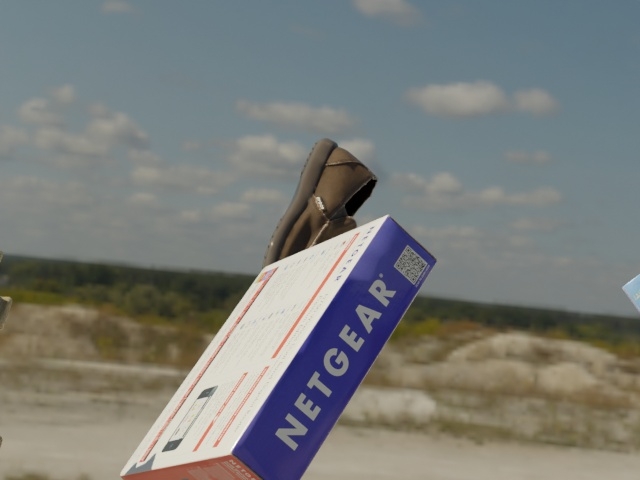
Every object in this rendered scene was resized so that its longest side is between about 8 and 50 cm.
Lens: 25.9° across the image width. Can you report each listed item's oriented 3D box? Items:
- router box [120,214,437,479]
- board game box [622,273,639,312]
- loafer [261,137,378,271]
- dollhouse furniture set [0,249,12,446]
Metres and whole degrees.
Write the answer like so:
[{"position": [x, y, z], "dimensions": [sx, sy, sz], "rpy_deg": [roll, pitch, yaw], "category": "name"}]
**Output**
[{"position": [-0.053, 0.148, 1.577], "dimensions": [0.082, 0.335, 0.301], "rpy_deg": [42, -28, -15], "category": "router box"}, {"position": [0.383, 0.112, 1.445], "dimensions": [0.039, 0.160, 0.211], "rpy_deg": [-36, -17, 10], "category": "board game box"}, {"position": [0.000, 0.000, 2.133], "dimensions": [0.130, 0.366, 0.134], "rpy_deg": [18, -30, 5], "category": "loafer"}, {"position": [-0.421, 0.116, 1.462], "dimensions": [0.135, 0.262, 0.259], "rpy_deg": [0, 36, 3], "category": "dollhouse furniture set"}]
